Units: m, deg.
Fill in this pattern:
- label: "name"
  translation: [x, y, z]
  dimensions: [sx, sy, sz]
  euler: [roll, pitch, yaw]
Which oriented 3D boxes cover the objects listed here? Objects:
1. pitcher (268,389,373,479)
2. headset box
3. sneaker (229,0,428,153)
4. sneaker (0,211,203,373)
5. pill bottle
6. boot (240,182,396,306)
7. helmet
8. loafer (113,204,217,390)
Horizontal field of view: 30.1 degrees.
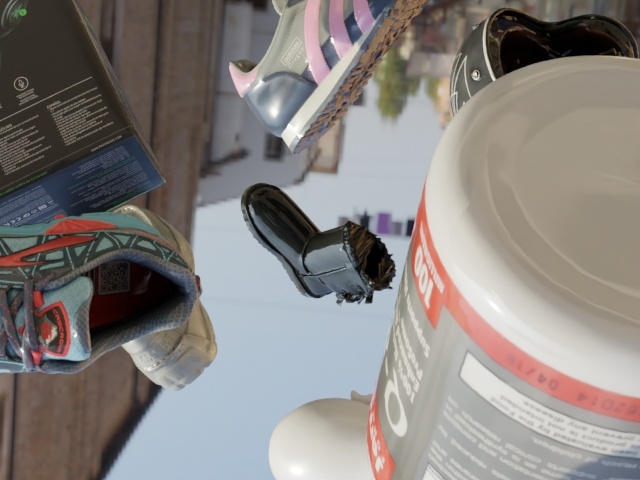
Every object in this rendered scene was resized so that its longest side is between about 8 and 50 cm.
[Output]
- label: "pitcher"
  translation: [0.054, 0.218, 1.338]
  dimensions: [0.207, 0.177, 0.125]
  euler: [-4, 145, 37]
- label: "headset box"
  translation: [-0.318, -0.136, 1.091]
  dimensions: [0.246, 0.283, 0.131]
  euler: [-27, 164, -4]
- label: "sneaker"
  translation: [0.022, -0.241, 1.182]
  dimensions: [0.131, 0.319, 0.112]
  euler: [43, -158, 10]
- label: "sneaker"
  translation: [-0.200, 0.038, 0.797]
  dimensions: [0.262, 0.104, 0.125]
  euler: [-14, -159, -30]
- label: "pill bottle"
  translation: [0.138, 0.088, 0.700]
  dimensions: [0.210, 0.363, 0.210]
  euler: [4, -130, -5]
- label: "boot"
  translation: [-0.001, 0.000, 0.948]
  dimensions: [0.045, 0.121, 0.099]
  euler: [-44, -160, -30]
- label: "helmet"
  translation: [0.201, -0.130, 1.096]
  dimensions: [0.162, 0.169, 0.169]
  euler: [4, -172, 26]
- label: "loafer"
  translation: [-0.203, 0.041, 1.346]
  dimensions: [0.111, 0.112, 0.319]
  euler: [42, -174, -35]
